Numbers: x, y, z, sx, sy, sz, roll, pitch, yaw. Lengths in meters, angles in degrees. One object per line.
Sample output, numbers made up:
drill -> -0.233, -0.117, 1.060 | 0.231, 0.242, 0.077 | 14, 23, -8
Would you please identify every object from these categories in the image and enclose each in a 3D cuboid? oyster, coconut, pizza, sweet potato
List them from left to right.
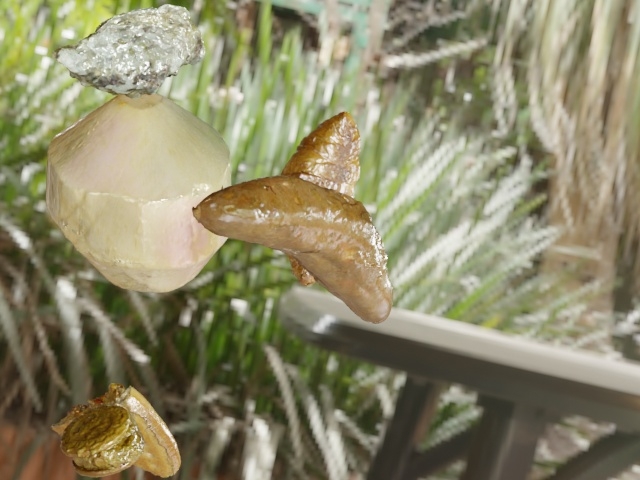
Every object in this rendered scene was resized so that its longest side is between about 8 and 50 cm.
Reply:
pizza -> -0.300, 0.264, 2.014 | 0.198, 0.062, 0.188 | 3, -46, 25
oyster -> -0.222, -0.218, 1.646 | 0.177, 0.125, 0.064 | -25, 44, -13
coconut -> -0.229, -0.071, 1.774 | 0.259, 0.259, 0.259 | 12, 0, 0
sweet potato -> 0.001, -0.004, 1.537 | 0.092, 0.114, 0.341 | 35, 1, 41

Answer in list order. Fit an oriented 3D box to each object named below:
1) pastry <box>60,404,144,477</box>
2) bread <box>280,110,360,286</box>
pastry -> -0.275, 0.255, 1.769 | 0.109, 0.057, 0.097 | 0, 33, 36
bread -> -0.010, -0.056, 1.815 | 0.105, 0.233, 0.076 | 16, -7, -35
